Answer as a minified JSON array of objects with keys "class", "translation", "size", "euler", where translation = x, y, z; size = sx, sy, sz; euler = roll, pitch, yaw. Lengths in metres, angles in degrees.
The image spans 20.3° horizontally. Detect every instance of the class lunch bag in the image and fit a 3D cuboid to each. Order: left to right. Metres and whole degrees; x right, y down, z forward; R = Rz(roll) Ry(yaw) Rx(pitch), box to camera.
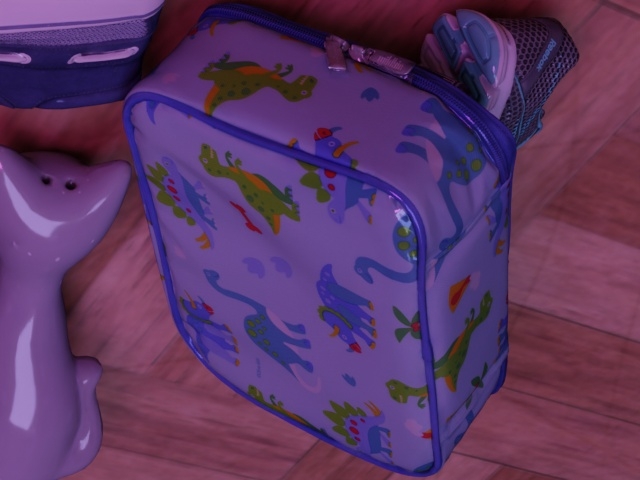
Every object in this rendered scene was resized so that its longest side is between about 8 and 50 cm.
[{"class":"lunch bag","translation":[0.000,0.000,0.837],"size":[0.176,0.090,0.219],"euler":[22,144,26]}]

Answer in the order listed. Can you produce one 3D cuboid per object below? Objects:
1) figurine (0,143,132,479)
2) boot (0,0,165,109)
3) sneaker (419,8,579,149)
[{"class":"figurine","translation":[-0.203,0.029,0.871],"size":[0.215,0.092,0.209],"euler":[1,133,-18]},{"class":"boot","translation":[-0.160,-0.091,0.755],"size":[0.190,0.069,0.086],"euler":[0,143,-17]},{"class":"sneaker","translation":[0.074,-0.050,0.876],"size":[0.076,0.065,0.166],"euler":[-14,154,-31]}]
